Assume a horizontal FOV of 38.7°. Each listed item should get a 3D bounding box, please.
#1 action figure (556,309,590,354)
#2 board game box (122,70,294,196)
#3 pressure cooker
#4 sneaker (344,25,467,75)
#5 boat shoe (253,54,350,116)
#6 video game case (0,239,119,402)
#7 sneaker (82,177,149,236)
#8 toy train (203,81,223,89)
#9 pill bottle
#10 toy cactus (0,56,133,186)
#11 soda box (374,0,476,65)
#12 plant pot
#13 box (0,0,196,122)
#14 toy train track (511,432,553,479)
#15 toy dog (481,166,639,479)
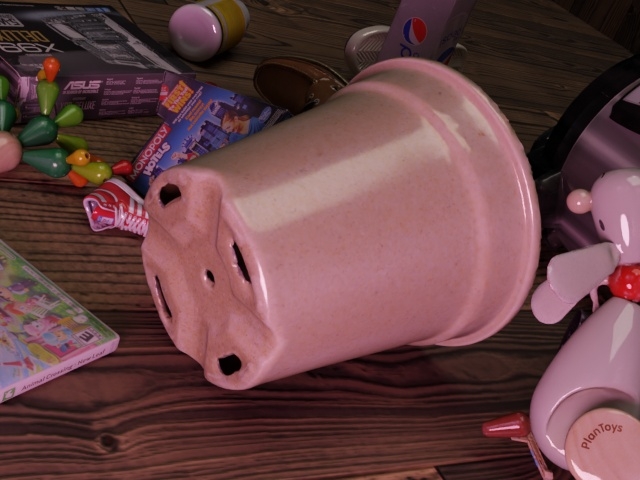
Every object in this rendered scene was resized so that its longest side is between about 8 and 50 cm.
[{"bbox_3d":[0.449,0.165,1.132,0.285,0.099,0.185,21,4,-3],"label":"action figure"},{"bbox_3d":[-0.156,-0.126,1.181,0.194,0.194,0.060,37,-2,28],"label":"board game box"},{"bbox_3d":[0.529,-0.077,1.364,0.370,0.375,0.420,24,20,-42],"label":"pressure cooker"},{"bbox_3d":[0.149,-0.392,1.910,0.350,0.131,0.148,-2,28,-47],"label":"sneaker"},{"bbox_3d":[0.010,-0.214,1.497,0.307,0.110,0.104,29,28,14],"label":"boat shoe"},{"bbox_3d":[-0.330,0.069,0.855,0.212,0.023,0.193,34,31,22],"label":"video game case"},{"bbox_3d":[-0.225,-0.024,1.073,0.118,0.042,0.067,34,36,11],"label":"sneaker"},{"bbox_3d":[-0.092,-0.109,1.276,0.143,0.105,0.248,13,29,-53],"label":"toy train"},{"bbox_3d":[-0.198,-0.397,1.681,0.103,0.103,0.184,26,28,7],"label":"pill bottle"},{"bbox_3d":[-0.352,-0.128,1.110,0.219,0.112,0.180,46,47,6],"label":"toy cactus"},{"bbox_3d":[0.166,-0.323,1.610,0.098,0.286,0.091,35,29,22],"label":"soda box"},{"bbox_3d":[0.000,0.000,0.941,0.305,0.334,0.334,-20,47,-37],"label":"plant pot"},{"bbox_3d":[-0.379,-0.271,1.361,0.307,0.076,0.242,-12,43,-47],"label":"box"},{"bbox_3d":[0.235,0.224,0.988,0.048,0.014,0.083,13,30,-16],"label":"toy train track"},{"bbox_3d":[0.258,0.098,0.942,0.161,0.220,0.333,6,61,11],"label":"toy dog"}]
